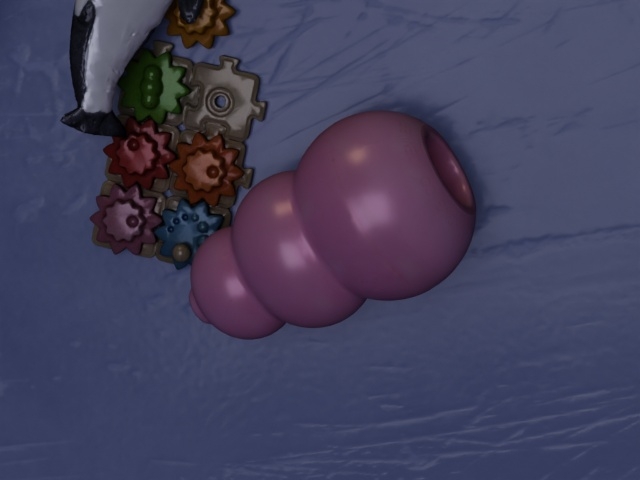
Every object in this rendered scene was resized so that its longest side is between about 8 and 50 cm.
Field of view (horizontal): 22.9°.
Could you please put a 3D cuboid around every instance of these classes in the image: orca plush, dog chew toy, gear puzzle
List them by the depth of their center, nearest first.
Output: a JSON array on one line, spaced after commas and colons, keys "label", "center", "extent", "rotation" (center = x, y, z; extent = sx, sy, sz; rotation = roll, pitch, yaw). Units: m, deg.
[{"label": "dog chew toy", "center": [0.000, 0.000, 1.715], "extent": [0.332, 0.206, 0.206], "rotation": [-29, 93, 21]}, {"label": "orca plush", "center": [-0.212, -0.258, 1.761], "extent": [0.151, 0.102, 0.287], "rotation": [4, 101, -13]}, {"label": "gear puzzle", "center": [-0.156, -0.133, 1.790], "extent": [0.176, 0.044, 0.338], "rotation": [14, 101, 7]}]
